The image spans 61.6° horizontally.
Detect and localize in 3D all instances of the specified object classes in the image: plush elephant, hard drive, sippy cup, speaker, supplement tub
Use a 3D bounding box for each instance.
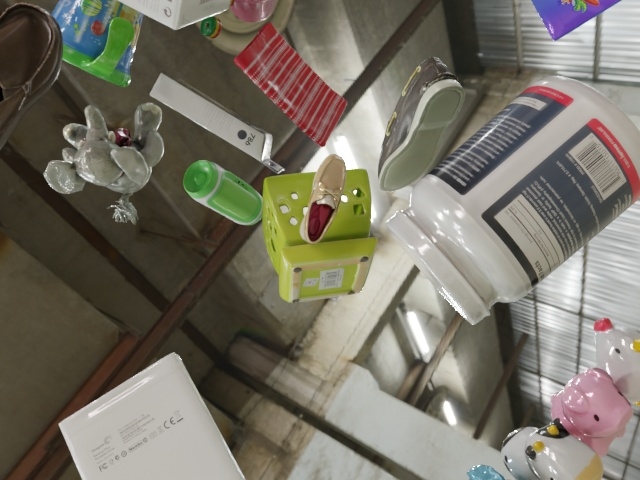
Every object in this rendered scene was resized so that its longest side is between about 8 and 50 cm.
[{"bbox_3d":[-0.548,-0.221,1.375,0.255,0.271,0.331,105,155,-79],"label":"plush elephant"},{"bbox_3d":[-0.270,0.408,0.926,0.232,0.353,0.047,-31,-19,-10],"label":"hard drive"},{"bbox_3d":[-0.554,-0.538,1.340,0.224,0.305,0.240,-62,-9,9],"label":"sippy cup"},{"bbox_3d":[-0.297,-0.145,1.699,0.296,0.131,0.131,33,-102,-59],"label":"speaker"},{"bbox_3d":[0.236,-0.047,0.665,0.272,0.191,0.191,-41,-38,3],"label":"supplement tub"}]

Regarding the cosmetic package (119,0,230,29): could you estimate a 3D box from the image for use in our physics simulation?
[{"bbox_3d":[-0.366,-0.566,1.004,0.156,0.384,0.217,-63,-2,38],"label":"cosmetic package"}]

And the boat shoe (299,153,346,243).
[{"bbox_3d":[0.010,-0.071,0.970,0.062,0.059,0.170,14,-78,-13],"label":"boat shoe"}]

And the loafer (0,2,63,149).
[{"bbox_3d":[-0.607,-0.314,1.022,0.130,0.133,0.366,133,153,-67],"label":"loafer"}]

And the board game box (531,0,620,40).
[{"bbox_3d":[0.418,-0.367,0.631,0.347,0.233,0.078,-36,-83,-41],"label":"board game box"}]

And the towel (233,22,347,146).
[{"bbox_3d":[-0.059,-0.361,1.238,0.275,0.031,0.199,42,-137,-17],"label":"towel"}]

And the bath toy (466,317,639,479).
[{"bbox_3d":[0.344,0.234,0.719,0.348,0.151,0.129,-37,-82,-20],"label":"bath toy"}]

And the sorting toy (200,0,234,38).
[{"bbox_3d":[-0.231,-0.604,1.216,0.046,0.132,0.275,2,-66,-55],"label":"sorting toy"}]

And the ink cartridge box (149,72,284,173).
[{"bbox_3d":[-0.218,-0.272,1.255,0.065,0.332,0.165,-57,6,9],"label":"ink cartridge box"}]

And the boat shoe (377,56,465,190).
[{"bbox_3d":[0.137,-0.162,0.795,0.081,0.069,0.228,-7,-31,-22],"label":"boat shoe"}]

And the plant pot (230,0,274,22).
[{"bbox_3d":[-0.194,-0.708,1.472,0.202,0.201,0.180,-62,-4,-13],"label":"plant pot"}]

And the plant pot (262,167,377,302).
[{"bbox_3d":[0.000,0.000,1.146,0.226,0.207,0.228,-6,-32,-10],"label":"plant pot"}]
